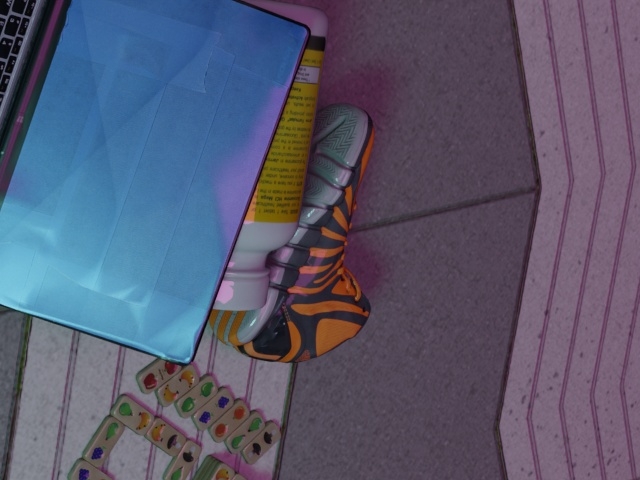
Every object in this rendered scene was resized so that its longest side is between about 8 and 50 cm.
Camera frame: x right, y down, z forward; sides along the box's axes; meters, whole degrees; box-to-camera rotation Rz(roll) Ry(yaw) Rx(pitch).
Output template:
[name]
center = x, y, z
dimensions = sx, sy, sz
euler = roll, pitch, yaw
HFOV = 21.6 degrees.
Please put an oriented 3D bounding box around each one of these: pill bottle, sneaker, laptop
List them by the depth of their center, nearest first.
[laptop]
center = -0.257, -0.096, 1.612
dimensions = 0.408, 0.236, 0.382
euler = 9, 102, -64
[pill bottle]
center = -0.105, -0.100, 1.831
dimensions = 0.188, 0.188, 0.334
euler = 3, 99, -41
[sneaker]
center = 0.000, 0.000, 2.008
dimensions = 0.180, 0.124, 0.321
euler = 26, 94, -45

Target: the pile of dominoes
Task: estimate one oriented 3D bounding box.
[pile of dominoes]
center = -0.155, 0.258, 1.979
dimensions = 0.251, 0.040, 0.196
euler = 42, 74, -39
